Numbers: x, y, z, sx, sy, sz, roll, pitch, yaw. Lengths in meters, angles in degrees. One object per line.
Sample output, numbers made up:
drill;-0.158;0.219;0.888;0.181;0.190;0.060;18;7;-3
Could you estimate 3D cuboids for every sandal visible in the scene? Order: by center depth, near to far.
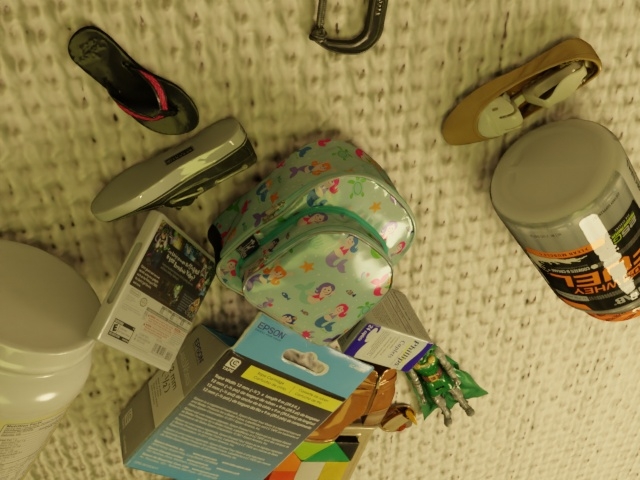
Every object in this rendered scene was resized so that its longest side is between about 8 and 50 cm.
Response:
sandal;-0.219;-0.177;0.861;0.067;0.040;0.179;-42;128;14

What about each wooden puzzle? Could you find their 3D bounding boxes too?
wooden puzzle;-0.024;0.434;1.401;0.221;0.044;0.238;8;123;-25

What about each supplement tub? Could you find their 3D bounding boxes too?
supplement tub;-0.442;0.183;0.937;0.235;0.235;0.325;22;117;-31
supplement tub;0.404;-0.017;1.103;0.193;0.193;0.316;-38;129;11

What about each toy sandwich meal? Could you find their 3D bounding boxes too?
toy sandwich meal;0.150;0.348;1.403;0.086;0.029;0.085;-9;129;-12

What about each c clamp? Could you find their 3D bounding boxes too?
c clamp;0.021;-0.296;0.869;0.137;0.022;0.160;-11;128;-17

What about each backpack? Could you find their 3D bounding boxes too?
backpack;0.000;0.000;0.990;0.253;0.191;0.225;-43;127;9

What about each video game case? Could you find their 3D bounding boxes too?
video game case;-0.212;0.073;0.962;0.173;0.022;0.190;-65;156;-14

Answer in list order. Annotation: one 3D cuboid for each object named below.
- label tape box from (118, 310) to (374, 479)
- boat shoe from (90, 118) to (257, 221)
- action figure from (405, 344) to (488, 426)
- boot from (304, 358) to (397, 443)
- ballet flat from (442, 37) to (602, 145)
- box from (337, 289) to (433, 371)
label tape box;-0.123;0.249;1.181;0.249;0.115;0.347;30;110;-35
boat shoe;-0.184;-0.072;0.931;0.219;0.078;0.070;-27;129;1
action figure;0.212;0.256;1.338;0.137;0.063;0.232;-29;127;8
boot;0.043;0.273;1.284;0.197;0.073;0.152;-10;131;-27
ballet flat;0.275;-0.196;0.997;0.232;0.073;0.080;-34;129;9
box;0.087;0.130;1.149;0.137;0.126;0.072;21;116;-31
